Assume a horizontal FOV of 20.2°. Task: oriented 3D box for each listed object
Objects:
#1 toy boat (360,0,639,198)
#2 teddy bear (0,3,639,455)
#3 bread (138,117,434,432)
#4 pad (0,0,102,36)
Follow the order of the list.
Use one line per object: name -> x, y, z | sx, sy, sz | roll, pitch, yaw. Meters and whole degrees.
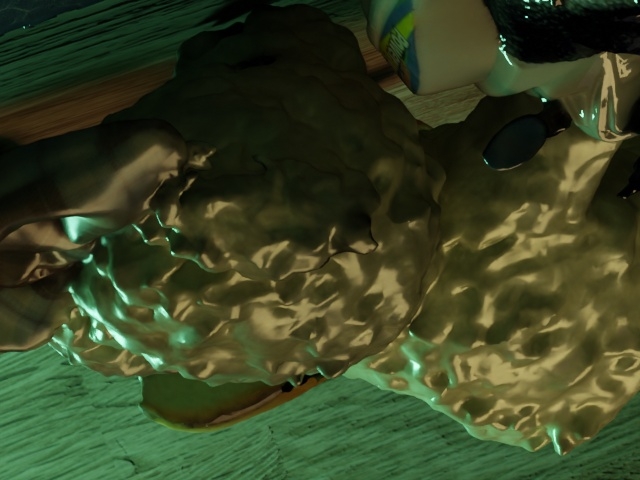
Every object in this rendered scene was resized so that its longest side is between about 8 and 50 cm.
toy boat -> 0.088, -0.095, 0.563 | 0.140, 0.141, 0.269 | -20, 163, -4
teddy bear -> 0.018, -0.070, 0.848 | 0.362, 0.375, 0.327 | 29, 151, -25
bread -> -0.003, 0.001, 1.184 | 0.211, 0.184, 0.224 | -25, 178, 42
pad -> -0.091, -0.093, 0.531 | 0.269, 0.012, 0.270 | -20, 177, -3
